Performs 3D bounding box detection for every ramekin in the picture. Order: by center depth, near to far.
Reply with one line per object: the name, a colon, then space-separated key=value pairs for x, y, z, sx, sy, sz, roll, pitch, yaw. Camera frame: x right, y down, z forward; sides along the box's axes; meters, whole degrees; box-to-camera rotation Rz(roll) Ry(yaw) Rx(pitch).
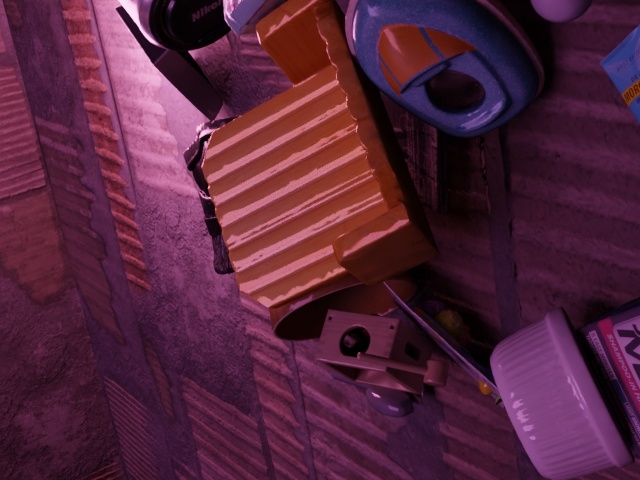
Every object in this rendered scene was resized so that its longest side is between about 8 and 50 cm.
ramekin: x=0.291 y=0.195 z=1.287 sx=0.207 sy=0.109 sz=0.207 roll=59 pitch=-167 yaw=-23

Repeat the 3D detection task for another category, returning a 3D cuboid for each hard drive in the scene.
hard drive: x=-0.272 y=-0.334 z=1.947 sx=0.172 sy=0.054 sz=0.255 roll=55 pitch=-175 yaw=25

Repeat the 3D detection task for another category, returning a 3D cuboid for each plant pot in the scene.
plant pot: x=0.000 y=0.000 z=1.675 sx=0.237 sy=0.237 sz=0.254 roll=-53 pitch=52 yaw=57

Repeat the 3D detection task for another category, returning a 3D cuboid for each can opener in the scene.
can opener: x=0.085 y=0.231 z=1.803 sx=0.280 sy=0.093 sz=0.074 roll=11 pitch=119 yaw=62

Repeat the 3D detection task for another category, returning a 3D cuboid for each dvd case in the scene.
dvd case: x=0.113 y=-0.149 z=1.572 sx=0.221 sy=0.018 sz=0.164 roll=31 pitch=135 yaw=48

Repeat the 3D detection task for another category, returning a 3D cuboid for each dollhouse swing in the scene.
dollhouse swing: x=-0.047 y=-0.099 z=1.429 sx=0.315 sy=0.305 sz=0.346 roll=36 pitch=-145 yaw=-72

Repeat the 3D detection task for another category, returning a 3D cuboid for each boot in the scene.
boot: x=-0.142 y=-0.082 z=1.927 sx=0.348 sy=0.131 sz=0.260 roll=148 pitch=106 yaw=-72

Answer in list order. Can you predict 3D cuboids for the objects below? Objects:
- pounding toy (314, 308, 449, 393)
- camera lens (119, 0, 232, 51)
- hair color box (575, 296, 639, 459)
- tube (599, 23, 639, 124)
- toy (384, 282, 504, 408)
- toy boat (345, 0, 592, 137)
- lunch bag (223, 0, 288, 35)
pounding toy: x=0.104 y=0.157 z=1.549 sx=0.206 sy=0.181 sz=0.094 roll=5 pitch=70 yaw=34
camera lens: x=-0.258 y=-0.475 z=1.782 sx=0.274 sy=0.219 sz=0.219 roll=53 pitch=147 yaw=27
hair color box: x=0.439 y=0.113 z=1.097 sx=0.173 sy=0.105 sz=0.347 roll=65 pitch=150 yaw=8
tube: x=0.373 y=-0.129 z=1.120 sx=0.080 sy=0.052 sz=0.207 roll=-44 pitch=64 yaw=47
toy: x=0.198 y=0.142 z=1.555 sx=0.237 sy=0.056 sz=0.137 roll=47 pitch=176 yaw=22
toy boat: x=0.179 y=-0.241 z=1.200 sx=0.318 sy=0.267 sz=0.148 roll=-35 pitch=33 yaw=43
lunch bag: x=-0.026 y=-0.411 z=1.383 sx=0.160 sy=0.262 sz=0.223 roll=30 pitch=154 yaw=-16
